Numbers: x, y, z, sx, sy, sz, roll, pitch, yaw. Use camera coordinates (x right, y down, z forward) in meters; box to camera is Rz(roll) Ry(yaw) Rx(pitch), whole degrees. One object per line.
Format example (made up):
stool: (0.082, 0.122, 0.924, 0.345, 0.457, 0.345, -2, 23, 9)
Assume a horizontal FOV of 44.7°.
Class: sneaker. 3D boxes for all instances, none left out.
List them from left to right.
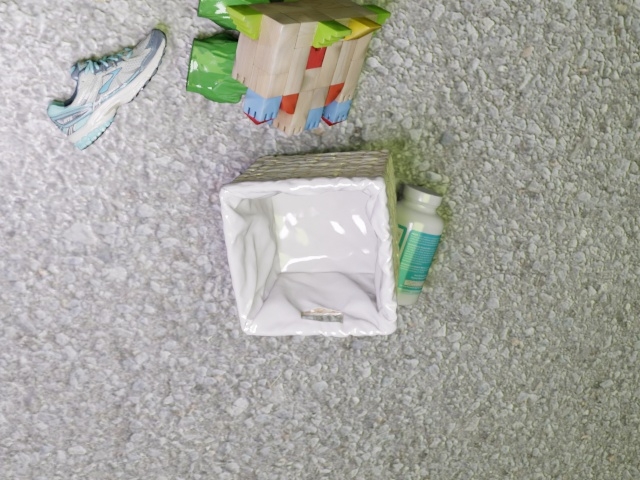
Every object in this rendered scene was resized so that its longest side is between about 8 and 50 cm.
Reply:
sneaker: (-0.412, -0.311, 1.499, 0.122, 0.110, 0.283, 41, 92, -23)

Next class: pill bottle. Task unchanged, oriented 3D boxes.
pill bottle: (0.196, 0.007, 1.801, 0.146, 0.146, 0.264, 13, 104, -23)

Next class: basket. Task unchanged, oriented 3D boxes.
basket: (0.000, 0.000, 1.606, 0.328, 0.266, 0.331, -2, 110, 13)

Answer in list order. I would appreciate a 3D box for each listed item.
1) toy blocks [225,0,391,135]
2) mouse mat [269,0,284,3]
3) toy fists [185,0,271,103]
toy blocks: (-0.041, -0.334, 1.545, 0.381, 0.191, 0.260, -23, 140, -46)
mouse mat: (-0.053, -0.543, 1.596, 0.153, 0.007, 0.189, -14, 112, -14)
toy fists: (-0.180, -0.412, 1.552, 0.142, 0.096, 0.279, 9, 108, -14)
